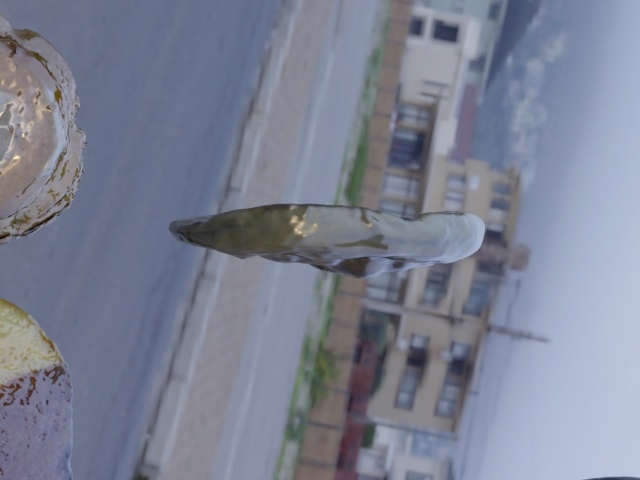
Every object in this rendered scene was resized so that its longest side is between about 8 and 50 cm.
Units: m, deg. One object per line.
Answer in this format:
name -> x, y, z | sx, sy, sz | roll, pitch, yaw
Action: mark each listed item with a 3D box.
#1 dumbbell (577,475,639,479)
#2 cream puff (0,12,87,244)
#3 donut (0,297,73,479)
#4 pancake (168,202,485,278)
dumbbell -> 0.161, 0.251, 0.712 | 0.140, 0.124, 0.225 | -149, -138, -79
cream puff -> -0.222, -0.072, 0.806 | 0.150, 0.165, 0.115 | -34, -174, -10
donut -> -0.296, 0.162, 1.141 | 0.112, 0.151, 0.295 | -24, 89, -56
pancake -> 0.000, 0.000, 0.953 | 0.242, 0.241, 0.050 | 11, 82, -88
